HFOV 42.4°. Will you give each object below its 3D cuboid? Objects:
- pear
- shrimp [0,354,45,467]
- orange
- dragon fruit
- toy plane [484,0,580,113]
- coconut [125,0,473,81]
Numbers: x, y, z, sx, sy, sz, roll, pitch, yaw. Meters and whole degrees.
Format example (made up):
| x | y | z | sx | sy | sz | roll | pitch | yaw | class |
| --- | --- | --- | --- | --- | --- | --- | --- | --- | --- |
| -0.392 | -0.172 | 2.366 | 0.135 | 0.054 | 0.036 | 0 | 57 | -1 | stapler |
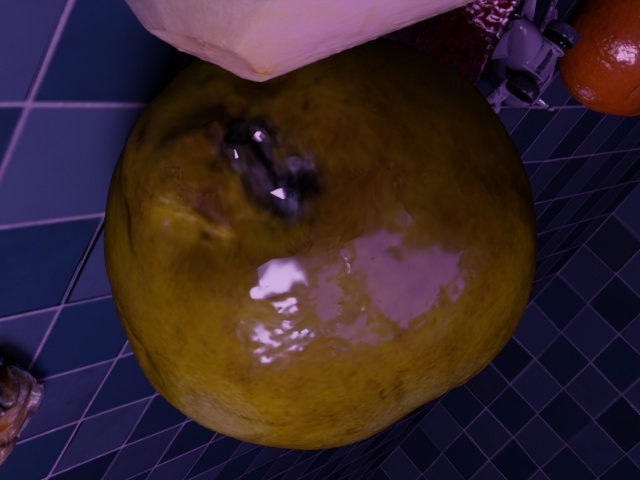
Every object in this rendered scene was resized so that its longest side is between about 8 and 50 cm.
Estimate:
| x | y | z | sx | sy | sz | roll | pitch | yaw | class |
| --- | --- | --- | --- | --- | --- | --- | --- | --- | --- |
| 0.000 | 0.000 | 0.689 | 0.352 | 0.352 | 0.413 | -39 | 147 | -6 | pear |
| -0.368 | 0.176 | 0.765 | 0.233 | 0.071 | 0.365 | -41 | 159 | -29 | shrimp |
| 0.429 | -0.264 | 1.115 | 0.224 | 0.170 | 0.224 | -35 | 155 | -19 | orange |
| 0.135 | -0.265 | 0.677 | 0.189 | 0.163 | 0.262 | 9 | 131 | -24 | dragon fruit |
| 0.242 | -0.210 | 0.995 | 0.251 | 0.101 | 0.255 | -54 | 158 | -1 | toy plane |
| -0.015 | -0.200 | 0.381 | 0.259 | 0.259 | 0.259 | -35 | 157 | -17 | coconut |
